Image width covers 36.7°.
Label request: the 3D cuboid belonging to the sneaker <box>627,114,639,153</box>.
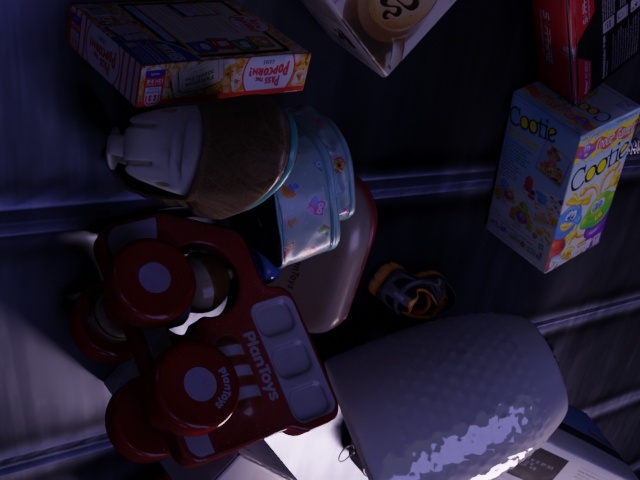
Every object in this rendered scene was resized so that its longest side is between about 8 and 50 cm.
[{"bbox_3d":[0.558,-0.180,1.733,0.135,0.058,0.052,-36,142,-14],"label":"sneaker"}]

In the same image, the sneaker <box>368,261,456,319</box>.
[{"bbox_3d":[0.164,0.097,1.575,0.215,0.083,0.084,12,113,-51],"label":"sneaker"}]

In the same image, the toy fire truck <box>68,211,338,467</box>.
[{"bbox_3d":[-0.133,0.108,1.132,0.254,0.302,0.169,-14,164,-37],"label":"toy fire truck"}]

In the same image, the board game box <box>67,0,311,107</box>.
[{"bbox_3d":[-0.130,-0.192,0.959,0.193,0.147,0.045,-13,131,-37],"label":"board game box"}]

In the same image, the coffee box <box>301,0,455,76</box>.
[{"bbox_3d":[0.030,-0.331,1.012,0.168,0.119,0.297,-47,144,2],"label":"coffee box"}]

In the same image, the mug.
[{"bbox_3d":[0.207,0.268,1.580,0.328,0.276,0.374,-21,168,-4],"label":"mug"}]

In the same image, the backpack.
[{"bbox_3d":[-0.039,-0.065,1.100,0.144,0.188,0.166,-12,121,-14],"label":"backpack"}]

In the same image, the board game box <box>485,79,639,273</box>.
[{"bbox_3d":[0.383,-0.112,1.547,0.142,0.144,0.275,-25,139,-28],"label":"board game box"}]

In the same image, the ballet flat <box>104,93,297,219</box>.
[{"bbox_3d":[-0.141,-0.085,0.939,0.124,0.342,0.116,8,90,-25],"label":"ballet flat"}]

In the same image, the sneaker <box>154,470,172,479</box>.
[{"bbox_3d":[-0.195,0.322,1.443,0.221,0.087,0.128,-33,134,-38],"label":"sneaker"}]

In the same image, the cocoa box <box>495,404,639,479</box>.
[{"bbox_3d":[0.381,0.420,1.833,0.347,0.228,0.231,28,107,-29],"label":"cocoa box"}]

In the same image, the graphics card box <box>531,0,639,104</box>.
[{"bbox_3d":[0.468,-0.398,1.411,0.371,0.094,0.233,-38,143,-11],"label":"graphics card box"}]

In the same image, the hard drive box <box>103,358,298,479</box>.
[{"bbox_3d":[-0.155,0.256,1.277,0.089,0.232,0.181,-46,143,-2],"label":"hard drive box"}]

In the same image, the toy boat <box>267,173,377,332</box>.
[{"bbox_3d":[0.000,0.000,1.301,0.151,0.151,0.231,-49,160,-57],"label":"toy boat"}]

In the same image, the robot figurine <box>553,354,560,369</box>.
[{"bbox_3d":[0.414,0.337,2.044,0.291,0.085,0.211,5,120,-47],"label":"robot figurine"}]

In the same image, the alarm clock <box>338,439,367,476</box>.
[{"bbox_3d":[0.099,0.375,1.782,0.192,0.064,0.129,-5,127,-46],"label":"alarm clock"}]
